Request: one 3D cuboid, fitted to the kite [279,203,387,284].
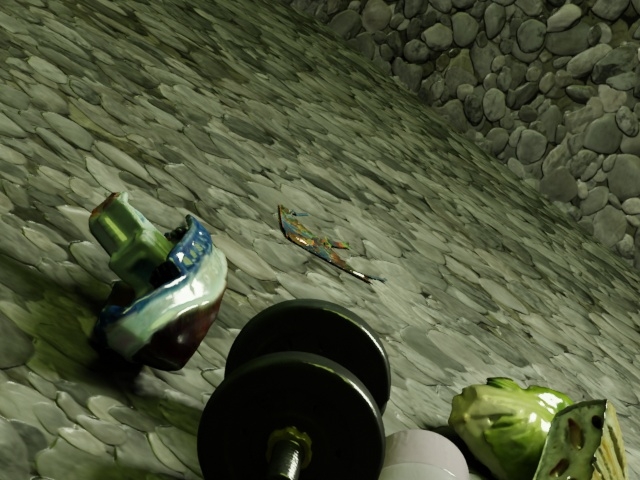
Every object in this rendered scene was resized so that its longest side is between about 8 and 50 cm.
[{"bbox_3d":[0.000,0.000,2.023,0.183,0.010,0.160,40,15,27],"label":"kite"}]

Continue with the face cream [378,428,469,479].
[{"bbox_3d":[0.069,0.246,1.191,0.154,0.096,0.274,13,22,-2],"label":"face cream"}]

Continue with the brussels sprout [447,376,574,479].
[{"bbox_3d":[0.219,0.209,1.644,0.181,0.100,0.139,41,27,-30],"label":"brussels sprout"}]

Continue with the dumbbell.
[{"bbox_3d":[-0.016,0.136,1.250,0.143,0.143,0.325,32,14,-4],"label":"dumbbell"}]

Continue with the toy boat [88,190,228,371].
[{"bbox_3d":[-0.154,0.029,1.354,0.115,0.114,0.262,42,14,-18],"label":"toy boat"}]

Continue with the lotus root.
[{"bbox_3d":[0.264,0.255,1.566,0.144,0.070,0.143,64,36,-32],"label":"lotus root"}]
